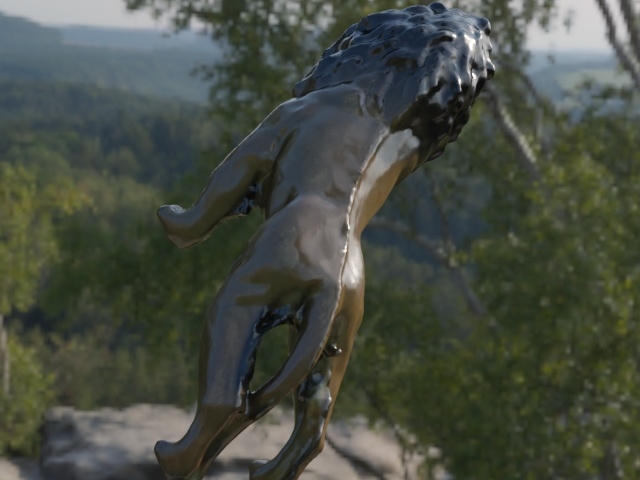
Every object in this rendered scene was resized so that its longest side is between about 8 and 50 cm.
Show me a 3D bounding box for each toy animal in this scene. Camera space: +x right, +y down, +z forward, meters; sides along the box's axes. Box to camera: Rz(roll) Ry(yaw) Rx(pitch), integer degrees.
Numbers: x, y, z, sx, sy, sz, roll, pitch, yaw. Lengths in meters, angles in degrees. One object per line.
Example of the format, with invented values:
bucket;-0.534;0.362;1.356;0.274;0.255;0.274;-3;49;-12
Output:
toy animal;-0.011;0.007;0.408;0.069;0.219;0.086;37;-32;-23
